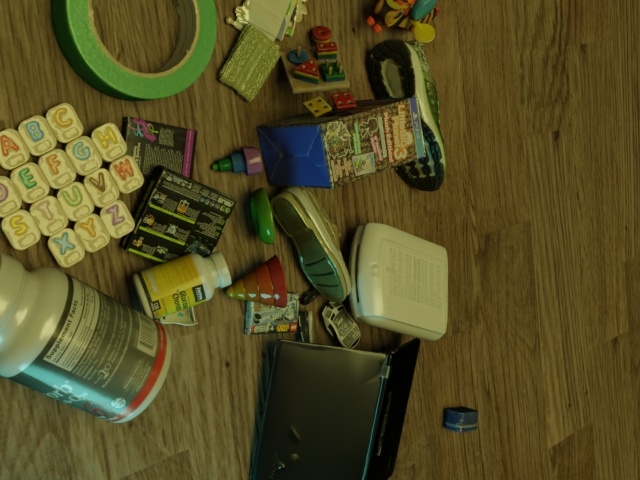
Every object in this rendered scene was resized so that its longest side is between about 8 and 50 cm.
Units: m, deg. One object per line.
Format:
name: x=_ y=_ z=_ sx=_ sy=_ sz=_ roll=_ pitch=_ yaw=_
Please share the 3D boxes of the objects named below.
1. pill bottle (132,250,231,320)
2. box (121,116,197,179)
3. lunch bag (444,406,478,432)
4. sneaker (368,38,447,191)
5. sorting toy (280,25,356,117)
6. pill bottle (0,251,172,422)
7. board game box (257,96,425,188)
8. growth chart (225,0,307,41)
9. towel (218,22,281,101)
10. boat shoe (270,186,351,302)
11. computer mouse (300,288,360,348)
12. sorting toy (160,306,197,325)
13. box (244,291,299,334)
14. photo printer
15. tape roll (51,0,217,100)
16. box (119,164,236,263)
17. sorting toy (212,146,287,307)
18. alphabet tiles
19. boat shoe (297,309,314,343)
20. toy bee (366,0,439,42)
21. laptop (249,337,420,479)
pill bottle: x=-0.279 y=0.086 z=1.679 sx=0.184 sy=0.103 sz=0.103 roll=-20 pitch=108 yaw=-15
box: x=-0.332 y=-0.182 z=1.700 sx=0.162 sy=0.029 sz=0.116 roll=8 pitch=88 yaw=-41
lunch bag: x=0.397 y=0.506 z=2.334 sx=0.098 sy=0.067 sz=0.065 roll=5 pitch=91 yaw=-41
sneaker: x=0.263 y=-0.327 z=2.110 sx=0.182 sy=0.158 sz=0.410 roll=-36 pitch=119 yaw=-44
sorting toy: x=-0.010 y=-0.387 z=1.849 sx=0.132 sy=0.275 sz=0.046 roll=-8 pitch=144 yaw=-14
pill bottle: x=-0.468 y=0.174 z=1.505 sx=0.363 sy=0.210 sz=0.210 roll=35 pitch=72 yaw=-35
board game box: x=0.048 y=-0.224 z=1.877 sx=0.291 sy=0.232 sz=0.141 roll=-21 pitch=108 yaw=-36
growth chart: x=-0.101 y=-0.538 z=1.863 sx=0.172 sy=0.021 sz=0.237 roll=34 pitch=73 yaw=-37
towel: x=-0.154 y=-0.389 z=1.820 sx=0.110 sy=0.027 sz=0.148 roll=34 pitch=80 yaw=-38
boat shoe: x=0.000 y=0.000 z=1.928 sx=0.103 sy=0.113 sz=0.302 roll=-46 pitch=118 yaw=-41
computer mouse: x=0.030 y=0.186 z=2.024 sx=0.106 sy=0.042 sz=0.193 roll=-43 pitch=113 yaw=-33
sorting toy: x=-0.304 y=0.140 z=1.746 sx=0.075 sy=0.045 sz=0.083 roll=-13 pitch=103 yaw=-30
box: x=-0.111 y=0.167 z=1.913 sx=0.137 sy=0.027 sz=0.094 roll=3 pitch=91 yaw=-39
photo printer: x=0.190 y=0.101 z=2.069 sx=0.307 sy=0.107 sz=0.256 roll=18 pitch=67 yaw=-42
tape roll: x=-0.357 y=-0.435 z=1.627 sx=0.321 sy=0.077 sz=0.321 roll=-4 pitch=97 yaw=-40
box: x=-0.290 y=-0.037 z=1.713 sx=0.190 sy=0.045 sz=0.184 roll=23 pitch=96 yaw=-38
sorting toy: x=-0.167 y=-0.019 z=1.817 sx=0.126 sy=0.127 sz=0.366 roll=-12 pitch=96 yaw=-13
alphabet tiles: x=-0.480 y=-0.104 z=1.567 sx=0.284 sy=0.021 sz=0.278 roll=-33 pitch=108 yaw=-26
boat shoe: x=-0.035 y=0.226 z=1.974 sx=0.046 sy=0.038 sz=0.125 roll=-75 pitch=163 yaw=-70
toy bee: x=0.183 y=-0.568 z=2.010 sx=0.162 sy=0.195 sz=0.298 roll=-41 pitch=145 yaw=12
laptop: x=0.048 y=0.422 z=2.040 sx=0.408 sy=0.236 sz=0.382 roll=-6 pitch=109 yaw=-67
